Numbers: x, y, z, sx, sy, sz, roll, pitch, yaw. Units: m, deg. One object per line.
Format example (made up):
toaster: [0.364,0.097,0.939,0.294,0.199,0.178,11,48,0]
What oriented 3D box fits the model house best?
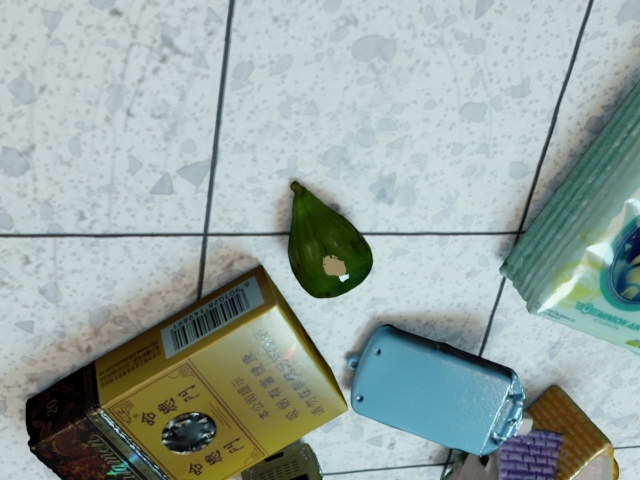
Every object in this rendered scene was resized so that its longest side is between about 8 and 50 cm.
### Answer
model house: [0.364,0.383,1.642,0.236,0.202,0.237,13,111,-18]

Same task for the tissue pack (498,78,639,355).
tissue pack: [0.497,-0.030,1.429,0.287,0.162,0.388,20,114,-32]

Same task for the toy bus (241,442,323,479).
toy bus: [-0.030,0.494,1.599,0.139,0.157,0.290,-19,126,-5]

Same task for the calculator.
calculator: [0.180,0.244,1.507,0.293,0.051,0.173,19,112,2]

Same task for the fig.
fig: [0.000,0.000,1.326,0.117,0.117,0.177,-27,116,0]

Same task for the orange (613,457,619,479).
orange: [0.533,0.444,1.812,0.086,0.062,0.086,0,86,3]

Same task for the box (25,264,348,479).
box: [-0.198,0.249,1.410,0.415,0.116,0.264,-30,128,1]
